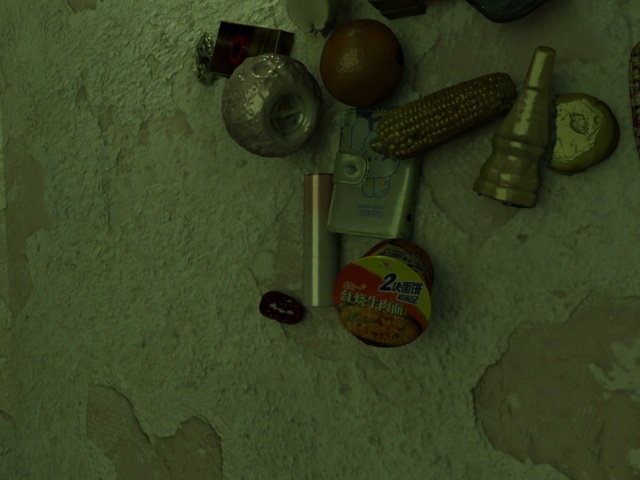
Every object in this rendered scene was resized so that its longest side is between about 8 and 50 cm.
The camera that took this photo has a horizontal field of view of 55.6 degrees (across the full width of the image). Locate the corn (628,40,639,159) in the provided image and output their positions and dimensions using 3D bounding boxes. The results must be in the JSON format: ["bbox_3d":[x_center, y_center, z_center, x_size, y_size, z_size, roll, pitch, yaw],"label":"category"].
[{"bbox_3d":[0.601,-0.246,1.091,0.079,0.079,0.237,-4,89,36],"label":"corn"}]

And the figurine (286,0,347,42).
[{"bbox_3d":[0.008,-0.601,1.508,0.127,0.236,0.155,-18,117,31],"label":"figurine"}]

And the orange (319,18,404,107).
[{"bbox_3d":[0.096,-0.409,1.397,0.206,0.206,0.206,-2,87,36],"label":"orange"}]

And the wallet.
[{"bbox_3d":[0.133,-0.160,1.431,0.223,0.077,0.310,8,91,33],"label":"wallet"}]

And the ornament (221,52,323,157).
[{"bbox_3d":[-0.124,-0.340,1.522,0.225,0.259,0.260,38,111,52],"label":"ornament"}]

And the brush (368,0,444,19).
[{"bbox_3d":[0.232,-0.549,1.360,0.233,0.103,0.047,5,87,35],"label":"brush"}]

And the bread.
[{"bbox_3d":[0.499,-0.202,1.157,0.125,0.086,0.156,8,95,30],"label":"bread"}]

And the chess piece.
[{"bbox_3d":[0.397,-0.220,1.186,0.137,0.137,0.301,23,108,35],"label":"chess piece"}]

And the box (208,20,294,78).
[{"bbox_3d":[-0.196,-0.521,1.694,0.240,0.071,0.160,23,103,34],"label":"box"}]

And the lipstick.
[{"bbox_3d":[0.000,0.000,1.515,0.087,0.087,0.327,-2,86,36],"label":"lipstick"}]

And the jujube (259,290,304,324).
[{"bbox_3d":[-0.101,0.177,1.592,0.129,0.077,0.078,15,97,31],"label":"jujube"}]

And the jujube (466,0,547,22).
[{"bbox_3d":[0.393,-0.590,1.166,0.308,0.215,0.246,-44,85,19],"label":"jujube"}]

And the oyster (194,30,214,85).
[{"bbox_3d":[-0.338,-0.552,1.810,0.108,0.053,0.166,-12,89,63],"label":"oyster"}]

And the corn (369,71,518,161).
[{"bbox_3d":[0.255,-0.259,1.288,0.321,0.119,0.119,-19,76,10],"label":"corn"}]

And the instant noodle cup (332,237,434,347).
[{"bbox_3d":[0.151,0.100,1.314,0.213,0.174,0.213,7,113,18],"label":"instant noodle cup"}]
